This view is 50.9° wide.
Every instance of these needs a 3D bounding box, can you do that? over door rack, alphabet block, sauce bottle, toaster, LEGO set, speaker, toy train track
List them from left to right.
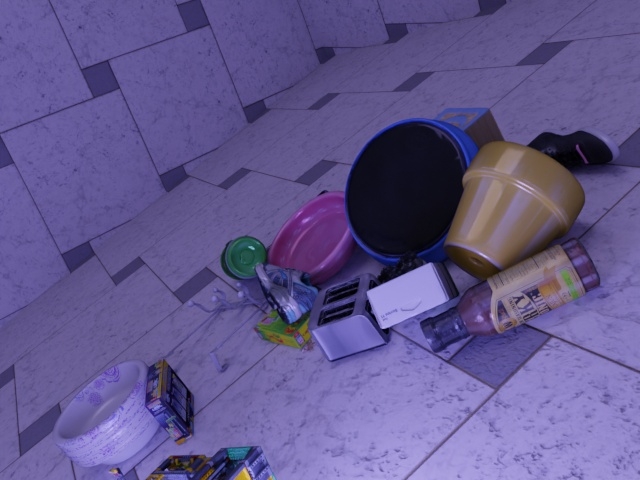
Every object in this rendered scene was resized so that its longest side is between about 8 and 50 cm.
[{"bbox_3d":[-0.200,0.486,1.115,0.331,0.255,0.192,-6,18,34],"label":"LEGO set"},{"bbox_3d":[-0.300,0.228,1.917,0.239,0.108,0.324,-13,30,39],"label":"over door rack"},{"bbox_3d":[-0.237,0.056,2.045,0.131,0.131,0.296,-38,4,-12],"label":"speaker"},{"bbox_3d":[-0.013,0.246,1.638,0.083,0.014,0.048,-33,24,-1],"label":"toy train track"},{"bbox_3d":[0.067,0.179,1.548,0.185,0.110,0.168,-22,25,24],"label":"toaster"},{"bbox_3d":[0.379,-0.228,1.833,0.193,0.197,0.192,-40,25,-14],"label":"alphabet block"},{"bbox_3d":[0.361,0.117,1.305,0.344,0.111,0.111,-29,24,13],"label":"sauce bottle"}]

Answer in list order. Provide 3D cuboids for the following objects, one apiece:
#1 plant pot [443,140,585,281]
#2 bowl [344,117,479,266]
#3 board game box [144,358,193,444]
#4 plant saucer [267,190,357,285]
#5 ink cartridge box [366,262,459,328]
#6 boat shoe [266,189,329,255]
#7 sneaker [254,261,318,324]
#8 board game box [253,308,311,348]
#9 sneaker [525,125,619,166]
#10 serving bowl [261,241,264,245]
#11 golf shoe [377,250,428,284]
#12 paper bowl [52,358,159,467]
[{"bbox_3d":[0.390,-0.042,1.431,0.239,0.254,0.254,-55,29,-12],"label":"plant pot"},{"bbox_3d":[0.224,-0.121,1.681,0.391,0.077,0.391,-11,72,37],"label":"bowl"},{"bbox_3d":[-0.367,0.392,1.642,0.048,0.141,0.170,-31,23,3],"label":"board game box"},{"bbox_3d":[-0.009,0.008,1.934,0.332,0.084,0.332,-31,35,25],"label":"plant saucer"},{"bbox_3d":[0.199,0.113,1.418,0.153,0.087,0.208,-26,-9,14],"label":"ink cartridge box"},{"bbox_3d":[-0.074,-0.042,2.161,0.319,0.099,0.116,-37,24,-9],"label":"boat shoe"},{"bbox_3d":[-0.085,0.125,1.771,0.122,0.110,0.283,-26,29,-13],"label":"sneaker"},{"bbox_3d":[-0.086,0.222,1.738,0.092,0.043,0.181,-46,27,-27],"label":"board game box"},{"bbox_3d":[0.589,-0.198,1.640,0.147,0.105,0.296,-38,18,-7],"label":"sneaker"},{"bbox_3d":[-0.223,0.042,2.275,0.083,0.027,0.083,-27,25,13],"label":"serving bowl"},{"bbox_3d":[0.197,0.098,1.603,0.198,0.094,0.077,-39,27,60],"label":"golf shoe"},{"bbox_3d":[-0.521,0.451,1.711,0.284,0.148,0.284,-27,25,14],"label":"paper bowl"}]
